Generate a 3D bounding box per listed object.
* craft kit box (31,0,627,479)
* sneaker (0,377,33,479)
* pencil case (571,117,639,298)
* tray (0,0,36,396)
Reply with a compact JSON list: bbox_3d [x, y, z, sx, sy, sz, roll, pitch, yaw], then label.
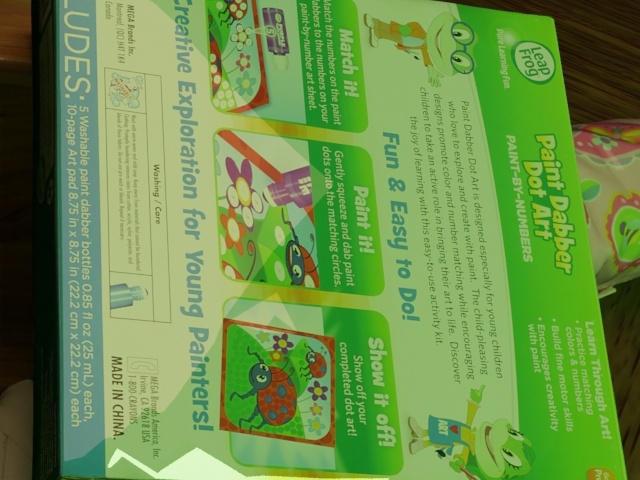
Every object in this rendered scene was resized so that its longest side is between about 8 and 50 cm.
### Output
[{"bbox_3d":[0.000,0.000,0.750,0.247,0.061,0.250,6,62,-19],"label":"craft kit box"},{"bbox_3d":[-0.091,0.177,0.700,0.129,0.111,0.297,-22,41,-33],"label":"sneaker"},{"bbox_3d":[0.208,-0.026,1.151,0.284,0.124,0.124,-15,44,-41],"label":"pencil case"},{"bbox_3d":[-0.104,-0.014,0.873,0.411,0.203,0.076,5,35,-21],"label":"tray"}]
